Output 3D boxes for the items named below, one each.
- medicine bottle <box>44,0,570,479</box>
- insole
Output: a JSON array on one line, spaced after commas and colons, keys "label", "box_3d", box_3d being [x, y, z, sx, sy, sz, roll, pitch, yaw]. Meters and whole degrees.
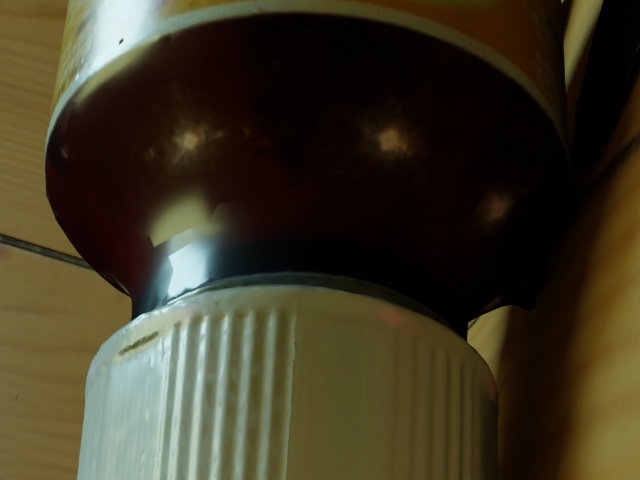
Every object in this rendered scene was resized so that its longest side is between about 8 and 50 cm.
[{"label": "medicine bottle", "box_3d": [0.000, 0.000, 0.837, 0.242, 0.242, 0.395, 111, 161, -54]}, {"label": "insole", "box_3d": [0.166, -0.194, 0.827, 0.119, 0.009, 0.348, -105, 32, -82]}]
